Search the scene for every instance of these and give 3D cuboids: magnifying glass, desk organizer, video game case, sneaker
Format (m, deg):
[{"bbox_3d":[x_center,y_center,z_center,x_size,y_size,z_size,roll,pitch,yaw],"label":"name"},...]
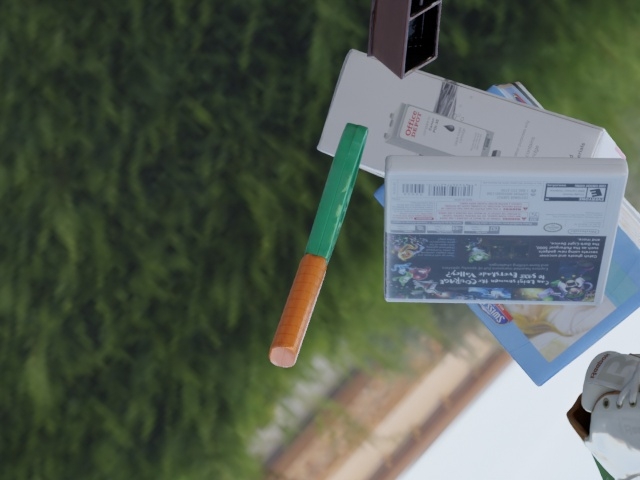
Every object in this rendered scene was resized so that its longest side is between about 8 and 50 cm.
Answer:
[{"bbox_3d":[0.000,0.000,1.136,0.092,0.026,0.231,103,3,-53],"label":"magnifying glass"},{"bbox_3d":[0.067,-0.178,0.961,0.050,0.047,0.130,-131,-142,-52],"label":"desk organizer"},{"bbox_3d":[0.148,-0.006,1.183,0.173,0.190,0.022,87,4,-50],"label":"video game case"},{"bbox_3d":[0.294,0.143,1.242,0.106,0.123,0.290,-46,176,-26],"label":"sneaker"}]

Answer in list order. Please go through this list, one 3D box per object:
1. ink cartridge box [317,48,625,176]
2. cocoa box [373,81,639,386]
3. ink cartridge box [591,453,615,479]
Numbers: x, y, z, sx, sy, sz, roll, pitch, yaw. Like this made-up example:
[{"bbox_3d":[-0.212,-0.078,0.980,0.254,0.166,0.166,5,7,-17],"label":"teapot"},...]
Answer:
[{"bbox_3d":[0.165,-0.095,1.522,0.117,0.283,0.207,-71,161,2],"label":"ink cartridge box"},{"bbox_3d":[0.283,-0.017,1.942,0.231,0.347,0.228,-42,175,17],"label":"cocoa box"},{"bbox_3d":[0.518,0.241,1.850,0.278,0.201,0.117,-57,-142,41],"label":"ink cartridge box"}]
